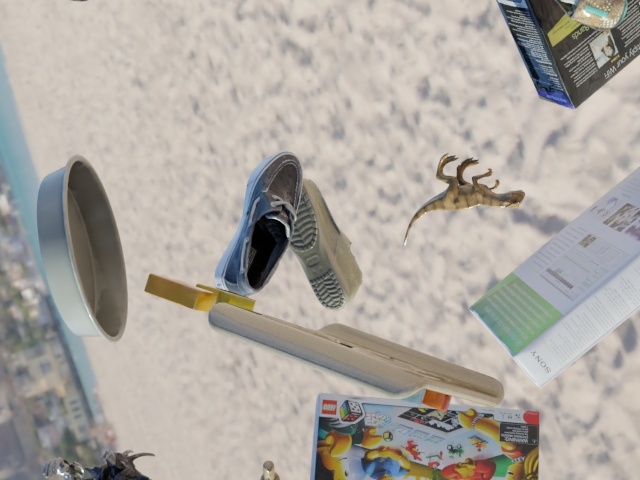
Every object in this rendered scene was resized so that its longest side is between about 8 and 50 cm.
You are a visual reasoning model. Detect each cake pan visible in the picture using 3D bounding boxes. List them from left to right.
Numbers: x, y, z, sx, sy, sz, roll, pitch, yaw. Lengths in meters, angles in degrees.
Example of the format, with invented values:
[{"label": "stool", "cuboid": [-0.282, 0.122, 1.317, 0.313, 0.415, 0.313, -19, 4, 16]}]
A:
[{"label": "cake pan", "cuboid": [-0.362, 0.017, 1.797, 0.293, 0.054, 0.293, -11, -90, -86]}]

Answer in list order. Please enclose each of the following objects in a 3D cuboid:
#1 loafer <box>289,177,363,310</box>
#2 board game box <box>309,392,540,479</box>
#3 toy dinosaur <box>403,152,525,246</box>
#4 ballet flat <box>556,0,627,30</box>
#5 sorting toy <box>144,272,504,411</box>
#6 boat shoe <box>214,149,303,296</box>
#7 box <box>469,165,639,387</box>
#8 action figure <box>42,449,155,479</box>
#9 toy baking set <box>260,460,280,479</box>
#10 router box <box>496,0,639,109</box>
[{"label": "loafer", "cuboid": [0.000, 0.000, 2.235, 0.102, 0.092, 0.268, -17, 95, 39]}, {"label": "board game box", "cuboid": [0.139, 0.315, 1.584, 0.053, 0.305, 0.193, 104, 170, -72]}, {"label": "toy dinosaur", "cuboid": [0.197, -0.067, 1.759, 0.064, 0.211, 0.112, 20, -116, -52]}, {"label": "ballet flat", "cuboid": [0.277, -0.308, 1.351, 0.073, 0.067, 0.206, -68, 30, 27]}, {"label": "sorting toy", "cuboid": [-0.004, 0.100, 1.095, 0.307, 0.229, 0.041, 17, 91, 29]}, {"label": "boat shoe", "cuboid": [-0.088, -0.034, 2.072, 0.108, 0.301, 0.102, 38, 151, -25]}, {"label": "box", "cuboid": [0.335, 0.023, 1.381, 0.058, 0.322, 0.232, 51, -177, -11]}, {"label": "action figure", "cuboid": [-0.370, 0.424, 1.914, 0.164, 0.275, 0.141, 9, 137, 25]}, {"label": "toy baking set", "cuboid": [-0.041, 0.418, 1.703, 0.197, 0.030, 0.256, -125, 24, -44]}, {"label": "router box", "cuboid": [0.389, -0.369, 1.609, 0.081, 0.309, 0.243, 31, 157, 55]}]
